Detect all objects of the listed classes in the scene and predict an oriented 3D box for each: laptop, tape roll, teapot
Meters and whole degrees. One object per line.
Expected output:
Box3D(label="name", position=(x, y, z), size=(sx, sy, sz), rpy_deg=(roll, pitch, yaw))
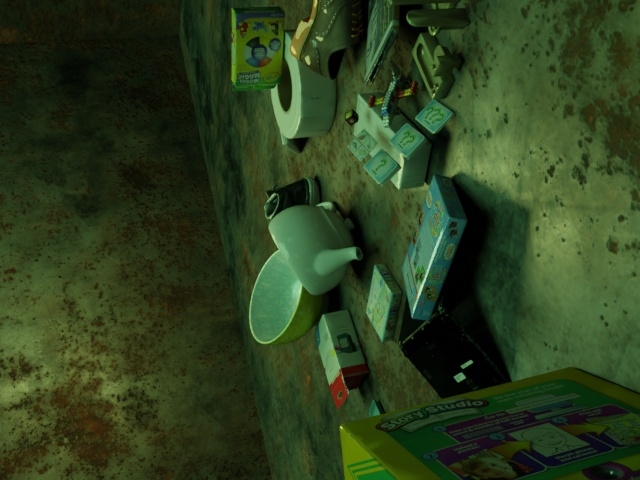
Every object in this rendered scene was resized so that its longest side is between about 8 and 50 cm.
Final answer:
Box3D(label="laptop", position=(0.251, 0.160, 1.290), size=(0.264, 0.137, 0.234), rpy_deg=(49, 154, 12))
Box3D(label="tape roll", position=(-0.051, -0.415, 1.815), size=(0.286, 0.100, 0.286), rpy_deg=(172, 90, -72))
Box3D(label="teapot", position=(0.000, 0.000, 1.729), size=(0.256, 0.187, 0.252), rpy_deg=(57, -178, 18))

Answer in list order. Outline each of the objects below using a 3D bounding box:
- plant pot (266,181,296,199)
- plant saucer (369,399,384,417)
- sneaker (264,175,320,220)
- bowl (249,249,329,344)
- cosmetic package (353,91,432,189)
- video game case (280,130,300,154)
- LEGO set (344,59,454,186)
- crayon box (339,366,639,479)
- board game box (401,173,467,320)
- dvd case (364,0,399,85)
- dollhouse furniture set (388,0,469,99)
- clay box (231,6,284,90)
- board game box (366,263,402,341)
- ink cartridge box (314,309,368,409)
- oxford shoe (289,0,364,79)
Box3D(label="plant pot", position=(-0.096, -0.100, 2.096), size=(0.096, 0.109, 0.109), rpy_deg=(82, 166, -45))
Box3D(label="plant saucer", position=(0.166, 0.489, 1.687), size=(0.067, 0.018, 0.192), rpy_deg=(100, 154, -43))
Box3D(label="sneaker", position=(-0.086, -0.055, 1.990), size=(0.101, 0.153, 0.268), rpy_deg=(-126, 33, -56))
Box3D(label="bowl", position=(-0.070, 0.178, 1.988), size=(0.289, 0.156, 0.289), rpy_deg=(-36, 44, 44))
Box3D(label="cosmetic package", position=(0.142, -0.207, 1.382), size=(0.239, 0.061, 0.098), rpy_deg=(-120, 26, -48))
Box3D(label="video game case", position=(-0.097, -0.343, 2.008), size=(0.143, 0.019, 0.157), rpy_deg=(18, -119, -76))
Box3D(label="LEGO set", position=(0.121, -0.229, 1.287), size=(0.182, 0.060, 0.244), rpy_deg=(-45, 36, 9))
Box3D(label="crayon box", position=(0.246, 0.268, 0.789), size=(0.313, 0.363, 0.106), rpy_deg=(-166, 69, -71))
Box3D(label="board game box", position=(0.198, 0.011, 1.219), size=(0.160, 0.039, 0.211), rpy_deg=(-91, 13, -58))
Box3D(label="dvd case", position=(0.119, -0.435, 1.314), size=(0.164, 0.018, 0.221), rpy_deg=(121, 155, -62))
Box3D(label="dollhouse furniture set", position=(0.160, -0.340, 1.164), size=(0.151, 0.123, 0.144), rpy_deg=(114, 144, -59))
Box3D(label="clay box", position=(-0.163, -0.483, 1.757), size=(0.053, 0.128, 0.222), rpy_deg=(-120, 27, -50))
Box3D(label="board game box", position=(0.146, 0.145, 1.581), size=(0.103, 0.026, 0.154), rpy_deg=(-118, 27, -46))
Box3D(label="ink cartridge box", position=(0.059, 0.321, 1.838), size=(0.134, 0.078, 0.231), rpy_deg=(110, 147, -57))
Box3D(label="oxford shoe", position=(0.056, -0.504, 1.478), size=(0.133, 0.130, 0.363), rpy_deg=(44, 145, 8))
